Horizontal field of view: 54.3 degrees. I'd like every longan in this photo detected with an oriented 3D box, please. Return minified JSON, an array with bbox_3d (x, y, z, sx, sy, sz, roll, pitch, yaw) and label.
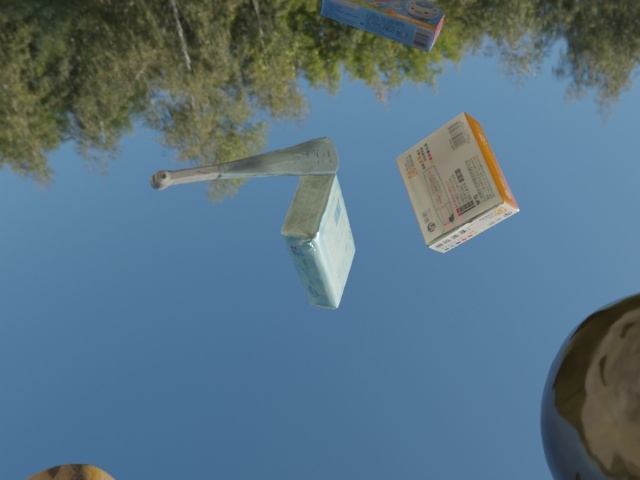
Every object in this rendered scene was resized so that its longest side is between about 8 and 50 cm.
[{"bbox_3d":[0.421,0.220,0.669,0.361,0.361,0.361,-11,-144,8],"label":"longan"}]

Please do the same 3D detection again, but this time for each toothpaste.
[{"bbox_3d":[0.101,-0.371,1.011,0.193,0.044,0.070,23,-125,9],"label":"toothpaste"}]

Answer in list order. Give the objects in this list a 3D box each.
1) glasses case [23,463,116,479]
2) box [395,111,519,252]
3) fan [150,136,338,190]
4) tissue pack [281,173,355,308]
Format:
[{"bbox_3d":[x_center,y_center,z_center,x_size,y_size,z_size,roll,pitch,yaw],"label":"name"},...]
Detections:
[{"bbox_3d":[-0.113,0.176,0.252,0.065,0.041,0.170,-28,-141,-1],"label":"glasses case"},{"bbox_3d":[0.316,-0.135,1.485,0.221,0.091,0.273,-32,-123,32],"label":"box"},{"bbox_3d":[-0.091,-0.102,0.832,0.282,0.057,0.023,-11,178,-35],"label":"fan"},{"bbox_3d":[0.000,0.000,1.280,0.089,0.263,0.177,8,-123,17],"label":"tissue pack"}]
